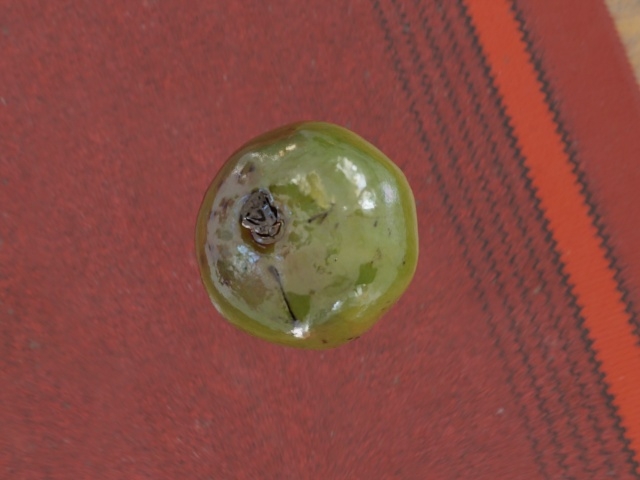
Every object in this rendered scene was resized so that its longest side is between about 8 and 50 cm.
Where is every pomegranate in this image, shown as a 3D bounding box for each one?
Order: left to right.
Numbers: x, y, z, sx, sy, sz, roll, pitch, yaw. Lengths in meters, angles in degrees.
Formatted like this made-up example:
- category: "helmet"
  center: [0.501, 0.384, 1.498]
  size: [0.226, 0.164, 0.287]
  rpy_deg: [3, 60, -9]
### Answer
- category: "pomegranate"
  center: [0.007, -0.006, 1.070]
  size: [0.210, 0.179, 0.179]
  rpy_deg: [-14, 73, -44]
